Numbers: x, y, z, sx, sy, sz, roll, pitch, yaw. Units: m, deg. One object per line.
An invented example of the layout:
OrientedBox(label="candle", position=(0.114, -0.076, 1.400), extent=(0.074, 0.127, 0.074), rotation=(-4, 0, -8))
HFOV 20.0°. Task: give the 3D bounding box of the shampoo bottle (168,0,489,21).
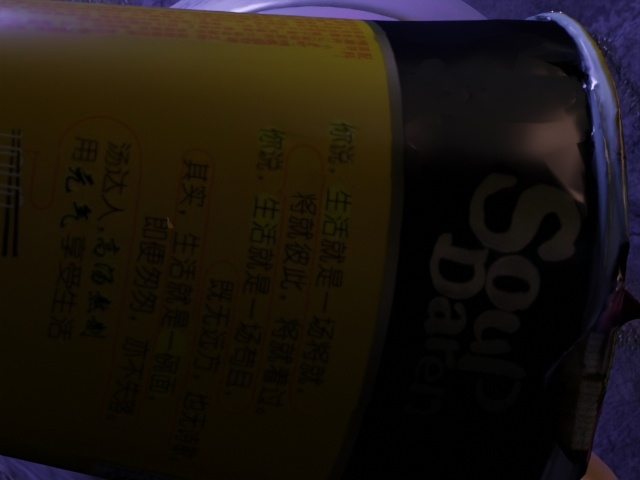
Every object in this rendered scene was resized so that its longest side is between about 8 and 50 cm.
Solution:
OrientedBox(label="shampoo bottle", position=(0.000, 0.000, 0.907), extent=(0.273, 0.273, 0.266), rotation=(43, 10, -9))

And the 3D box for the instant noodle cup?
OrientedBox(label="instant noodle cup", position=(-0.035, 0.007, 0.640), extent=(0.236, 0.216, 0.215), rotation=(7, 13, -13))

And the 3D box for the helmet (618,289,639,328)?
OrientedBox(label="helmet", position=(0.027, 0.024, 1.321), extent=(0.385, 0.230, 0.337), rotation=(29, 10, -41))

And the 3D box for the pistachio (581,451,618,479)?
OrientedBox(label="pistachio", position=(0.105, 0.183, 1.012), extent=(0.157, 0.157, 0.229), rotation=(39, 11, -51))
